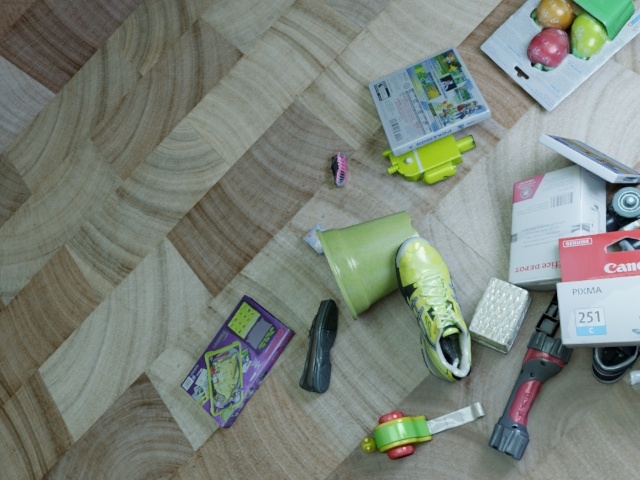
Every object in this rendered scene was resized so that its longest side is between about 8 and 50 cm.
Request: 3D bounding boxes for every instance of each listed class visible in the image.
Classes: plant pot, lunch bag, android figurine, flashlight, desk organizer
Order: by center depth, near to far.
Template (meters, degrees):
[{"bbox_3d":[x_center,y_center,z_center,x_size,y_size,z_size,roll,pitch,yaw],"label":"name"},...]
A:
[{"bbox_3d":[0.510,0.377,1.476,0.103,0.103,0.304,21,79,26],"label":"flashlight"},{"bbox_3d":[0.594,0.180,1.540,0.047,0.050,0.130,27,83,29],"label":"desk organizer"},{"bbox_3d":[0.155,0.046,1.685,0.253,0.276,0.276,-24,63,2],"label":"plant pot"},{"bbox_3d":[0.320,-0.282,1.835,0.272,0.056,0.249,-19,64,15],"label":"android figurine"},{"bbox_3d":[0.000,0.000,1.871,0.071,0.053,0.083,-47,50,-1],"label":"lunch bag"}]

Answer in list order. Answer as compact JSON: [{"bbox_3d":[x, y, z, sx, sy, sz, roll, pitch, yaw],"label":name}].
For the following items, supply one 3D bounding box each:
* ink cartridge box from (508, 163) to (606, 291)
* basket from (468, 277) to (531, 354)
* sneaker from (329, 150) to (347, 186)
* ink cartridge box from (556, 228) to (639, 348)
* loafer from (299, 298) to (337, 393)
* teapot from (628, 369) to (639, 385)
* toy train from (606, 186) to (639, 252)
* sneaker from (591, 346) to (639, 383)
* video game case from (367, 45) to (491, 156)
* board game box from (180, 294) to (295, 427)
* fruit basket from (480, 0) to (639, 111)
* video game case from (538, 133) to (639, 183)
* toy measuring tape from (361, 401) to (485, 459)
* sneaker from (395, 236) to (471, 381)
[{"bbox_3d":[0.595,-0.024,1.533,0.207,0.117,0.283,-16,61,54],"label":"ink cartridge box"},{"bbox_3d":[0.459,0.191,1.561,0.113,0.103,0.167,22,81,23],"label":"basket"},{"bbox_3d":[0.053,-0.223,1.942,0.057,0.047,0.120,-14,62,40],"label":"sneaker"},{"bbox_3d":[0.661,0.091,1.294,0.296,0.066,0.261,-9,68,29],"label":"ink cartridge box"},{"bbox_3d":[-0.013,0.298,1.744,0.084,0.096,0.268,-2,72,30],"label":"loafer"},{"bbox_3d":[0.825,0.244,1.323,0.187,0.256,0.253,31,99,45],"label":"teapot"},{"bbox_3d":[0.861,-0.081,1.478,0.333,0.142,0.190,-31,71,11],"label":"toy train"},{"bbox_3d":[0.725,0.201,1.414,0.099,0.153,0.282,31,86,32],"label":"sneaker"},{"bbox_3d":[0.320,-0.428,1.849,0.299,0.036,0.329,-22,50,11],"label":"video game case"},{"bbox_3d":[-0.254,0.363,1.852,0.208,0.056,0.347,34,87,34],"label":"board game box"},{"bbox_3d":[0.696,-0.590,1.752,0.353,0.165,0.327,-47,58,20],"label":"fruit basket"},{"bbox_3d":[0.684,-0.203,1.523,0.204,0.285,0.025,40,117,30],"label":"video game case"},{"bbox_3d":[0.250,0.477,1.546,0.329,0.121,0.122,-23,63,14],"label":"toy measuring tape"},{"bbox_3d":[0.304,0.171,1.539,0.145,0.147,0.385,-21,92,-10],"label":"sneaker"}]
